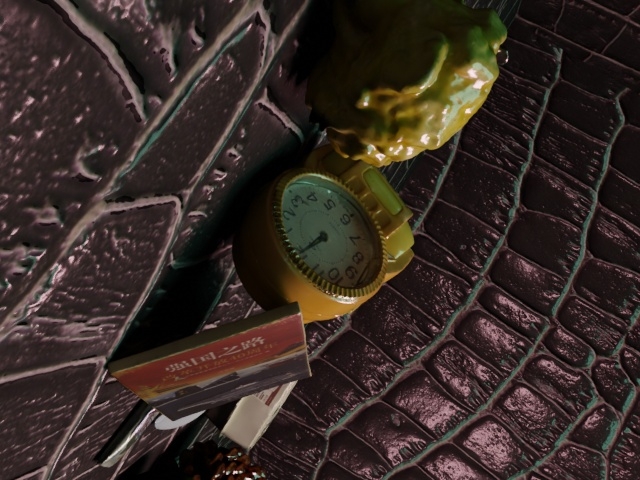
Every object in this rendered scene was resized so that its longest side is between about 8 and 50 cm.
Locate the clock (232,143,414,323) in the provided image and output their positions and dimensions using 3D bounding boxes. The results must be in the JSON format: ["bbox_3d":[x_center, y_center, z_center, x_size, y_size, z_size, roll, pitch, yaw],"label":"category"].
[{"bbox_3d":[0.000,0.000,1.081,0.200,0.244,0.317,-40,180,37],"label":"clock"}]

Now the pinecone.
[{"bbox_3d":[-0.306,0.713,1.760,0.398,0.397,0.398,-55,172,-11],"label":"pinecone"}]

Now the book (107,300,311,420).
[{"bbox_3d":[-0.147,0.201,1.068,0.262,0.028,0.374,-17,157,-6],"label":"book"}]

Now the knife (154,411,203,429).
[{"bbox_3d":[-0.247,0.322,1.494,0.331,0.044,0.080,-43,127,-52],"label":"knife"}]

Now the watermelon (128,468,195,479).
[{"bbox_3d":[-0.340,0.604,1.436,0.242,0.242,0.242,-55,172,-11],"label":"watermelon"}]

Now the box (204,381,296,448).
[{"bbox_3d":[-0.180,0.419,1.918,0.291,0.166,0.220,-57,172,5],"label":"box"}]

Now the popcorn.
[{"bbox_3d":[0.103,-0.218,0.871,0.286,0.215,0.252,5,-90,61],"label":"popcorn"}]

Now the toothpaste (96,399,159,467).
[{"bbox_3d":[-0.293,0.289,1.177,0.233,0.038,0.060,-52,163,-19],"label":"toothpaste"}]
